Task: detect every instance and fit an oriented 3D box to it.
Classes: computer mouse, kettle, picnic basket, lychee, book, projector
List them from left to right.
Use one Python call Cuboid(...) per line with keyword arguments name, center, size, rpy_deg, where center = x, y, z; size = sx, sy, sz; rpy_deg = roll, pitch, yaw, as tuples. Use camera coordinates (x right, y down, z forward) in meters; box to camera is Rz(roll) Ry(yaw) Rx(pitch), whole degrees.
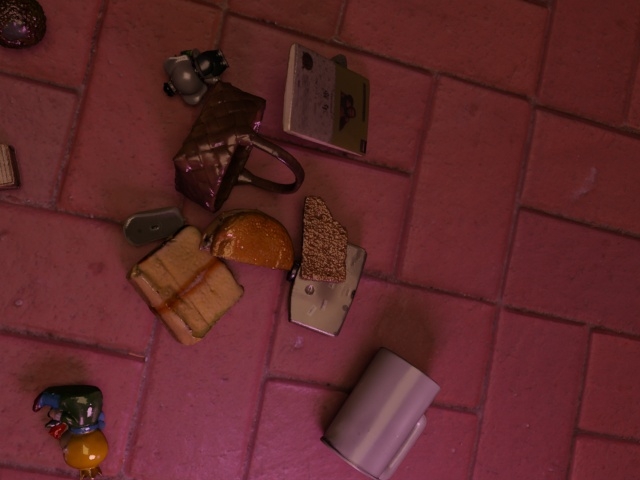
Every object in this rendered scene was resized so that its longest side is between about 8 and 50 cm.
Cuboid(name="picnic basket", center=(-0.864, -0.180, 1.789), size=(0.164, 0.079, 0.115), rpy_deg=(-11, 90, -14))
Cuboid(name="lychee", center=(-0.788, -0.579, 1.798), size=(0.171, 0.171, 0.171), rpy_deg=(1, 87, -13))
Cuboid(name="computer mouse", center=(-0.449, -0.044, 1.890), size=(0.182, 0.056, 0.089), rpy_deg=(-15, 113, -25))
Cuboid(name="picnic basket", center=(-0.190, -0.212, 1.837), size=(0.337, 0.293, 0.337), rpy_deg=(3, 73, -8))
Cuboid(name="projector", center=(0.002, 0.121, 1.973), size=(0.194, 0.088, 0.269), rpy_deg=(22, 81, -10))
Cuboid(name="book", center=(0.026, -0.380, 1.930), size=(0.352, 0.035, 0.239), rpy_deg=(9, 84, -51))
Cuboid(name="kettle", center=(0.174, 0.491, 1.960), size=(0.205, 0.265, 0.318), rpy_deg=(31, 78, 22))

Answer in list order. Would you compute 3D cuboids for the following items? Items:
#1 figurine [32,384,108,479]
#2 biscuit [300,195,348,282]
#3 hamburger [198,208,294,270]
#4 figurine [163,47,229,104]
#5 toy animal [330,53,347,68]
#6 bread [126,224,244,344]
Cuboid(name="figurine", center=(-0.640, 0.495, 1.791), size=(0.185, 0.127, 0.234), rpy_deg=(-1, 101, -1))
Cuboid(name="biscuit", center=(0.011, -0.004, 1.932), size=(0.131, 0.026, 0.236), rpy_deg=(5, 79, -14))
Cuboid(name="hamburger", center=(-0.185, -0.008, 1.893), size=(0.283, 0.144, 0.156), rpy_deg=(12, 86, -38))
Cuboid(name="figurine", center=(-0.345, -0.457, 1.910), size=(0.192, 0.126, 0.147), rpy_deg=(-28, 103, 3))
Cuboid(name="toy animal", center=(0.026, -0.418, 2.023), size=(0.079, 0.070, 0.253), rpy_deg=(17, 87, -4))
Cuboid(name="bread", center=(-0.343, 0.111, 1.838), size=(0.236, 0.198, 0.263), rpy_deg=(-40, 103, -19))
